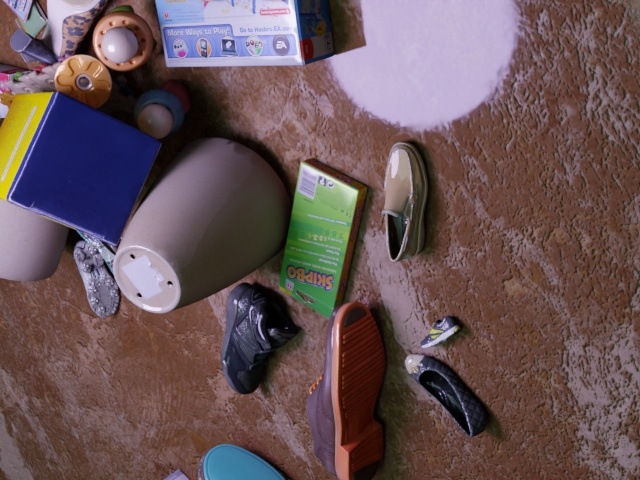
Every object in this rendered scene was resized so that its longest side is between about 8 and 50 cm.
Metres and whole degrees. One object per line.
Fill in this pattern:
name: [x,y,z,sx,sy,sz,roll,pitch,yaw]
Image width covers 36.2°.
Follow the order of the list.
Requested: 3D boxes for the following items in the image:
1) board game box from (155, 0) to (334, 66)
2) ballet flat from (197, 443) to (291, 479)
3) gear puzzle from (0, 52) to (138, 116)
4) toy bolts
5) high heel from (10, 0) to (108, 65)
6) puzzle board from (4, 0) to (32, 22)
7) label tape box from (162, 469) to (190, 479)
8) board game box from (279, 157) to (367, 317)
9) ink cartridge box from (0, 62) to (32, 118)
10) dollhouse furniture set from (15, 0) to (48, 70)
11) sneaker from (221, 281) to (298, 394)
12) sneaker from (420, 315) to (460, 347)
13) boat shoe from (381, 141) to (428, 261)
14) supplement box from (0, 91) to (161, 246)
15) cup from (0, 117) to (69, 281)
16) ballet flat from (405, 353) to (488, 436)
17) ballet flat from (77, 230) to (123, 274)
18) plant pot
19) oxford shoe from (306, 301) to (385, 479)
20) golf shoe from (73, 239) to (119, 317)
board game box: [-0.138,-0.435,1.565,0.308,0.086,0.302,8,113,37]
ballet flat: [-0.048,0.588,1.905,0.483,0.164,0.182,30,145,24]
gear puzzle: [-0.506,-0.290,1.912,0.339,0.175,0.044,-7,59,40]
toy bolts: [-0.342,-0.258,1.689,0.218,0.158,0.228,-36,109,11]
high heel: [-0.445,-0.426,1.846,0.261,0.186,0.093,-38,81,8]
puzzle board: [-0.594,-0.512,1.937,0.096,0.011,0.128,45,125,27]
label tape box: [-0.284,0.681,2.066,0.334,0.241,0.106,43,128,16]
board game box: [0.000,0.000,1.676,0.124,0.039,0.259,29,122,28]
ink cartridge box: [-0.678,-0.315,2.075,0.150,0.063,0.109,18,119,34]
dollhouse furniture set: [-0.574,-0.403,1.955,0.076,0.058,0.151,-32,88,42]
sneaker: [-0.114,0.202,1.821,0.130,0.087,0.227,24,117,37]
sneaker: [0.192,0.148,1.590,0.083,0.031,0.035,-35,71,39]
boat shoe: [0.126,-0.056,1.522,0.068,0.072,0.190,7,113,37]
supplement box: [-0.451,-0.131,1.714,0.356,0.194,0.195,15,80,62]
cup: [-0.638,-0.107,1.999,0.331,0.331,0.237,38,105,20]
ballet flat: [0.204,0.249,1.606,0.173,0.049,0.057,42,129,18]
ballet flat: [-0.438,0.002,2.027,0.188,0.070,0.070,47,131,11]
plant pot: [-0.222,-0.002,1.656,0.256,0.274,0.256,14,125,21]
oxford shoe: [0.026,0.263,1.710,0.133,0.130,0.363,20,121,39]
golf shoe: [-0.482,0.077,2.100,0.086,0.069,0.176,32,137,63]
